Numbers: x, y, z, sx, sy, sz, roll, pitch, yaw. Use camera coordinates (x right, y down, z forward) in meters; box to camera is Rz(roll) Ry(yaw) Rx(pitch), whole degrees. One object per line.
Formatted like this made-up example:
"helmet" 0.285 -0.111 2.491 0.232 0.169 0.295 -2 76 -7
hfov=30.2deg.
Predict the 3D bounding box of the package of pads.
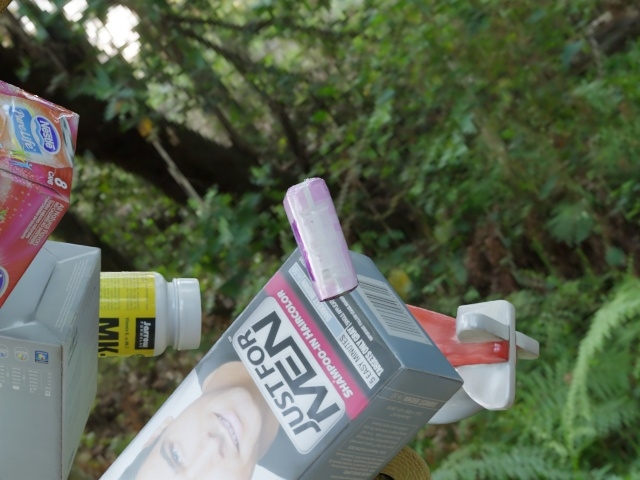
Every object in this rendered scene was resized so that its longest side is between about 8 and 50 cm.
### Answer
"package of pads" 0.000 0.000 0.827 0.032 0.083 0.050 -19 -3 -4

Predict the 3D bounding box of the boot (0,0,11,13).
"boot" -0.314 -0.304 1.279 0.211 0.104 0.295 -26 7 -10

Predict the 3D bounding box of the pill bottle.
"pill bottle" -0.273 0.102 1.638 0.208 0.119 0.119 0 -1 -11

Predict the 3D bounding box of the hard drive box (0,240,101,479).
"hard drive box" -0.319 0.145 1.382 0.181 0.089 0.232 -82 1 -55

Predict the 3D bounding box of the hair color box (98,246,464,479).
"hair color box" -0.052 0.200 1.212 0.113 0.185 0.374 19 -62 -49

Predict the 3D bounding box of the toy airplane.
"toy airplane" 0.111 0.181 1.689 0.384 0.386 0.273 156 135 -82

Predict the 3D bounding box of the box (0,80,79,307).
"box" -0.331 -0.014 1.083 0.257 0.122 0.128 -49 31 32

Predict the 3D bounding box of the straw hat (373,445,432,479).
"straw hat" 0.054 0.295 1.364 0.144 0.144 0.061 -39 16 -22
